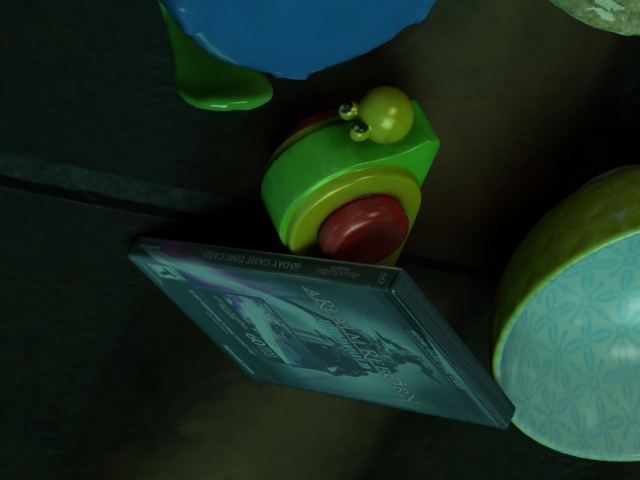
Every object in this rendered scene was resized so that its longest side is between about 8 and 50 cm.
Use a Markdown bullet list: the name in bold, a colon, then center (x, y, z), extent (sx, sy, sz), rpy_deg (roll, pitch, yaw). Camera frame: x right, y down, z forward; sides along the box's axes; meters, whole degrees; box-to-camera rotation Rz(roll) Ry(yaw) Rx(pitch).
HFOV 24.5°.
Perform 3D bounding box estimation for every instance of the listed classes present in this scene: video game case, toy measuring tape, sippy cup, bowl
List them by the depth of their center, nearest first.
- **sippy cup**: center (-0.033, -0.218, 0.810), extent (0.240, 0.224, 0.305), rpy_deg (-31, 141, 5)
- **toy measuring tape**: center (0.000, 0.000, 1.150), extent (0.121, 0.121, 0.330), rpy_deg (4, 142, -13)
- **video game case**: center (-0.002, 0.071, 1.165), extent (0.274, 0.026, 0.196), rpy_deg (7, 149, 41)
- **bowl**: center (0.266, 0.032, 1.187), extent (0.289, 0.156, 0.289), rpy_deg (-5, 135, -5)

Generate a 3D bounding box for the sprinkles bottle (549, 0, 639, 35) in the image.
- **sprinkles bottle**: center (0.241, -0.295, 0.885), extent (0.121, 0.121, 0.355), rpy_deg (9, 133, -18)
